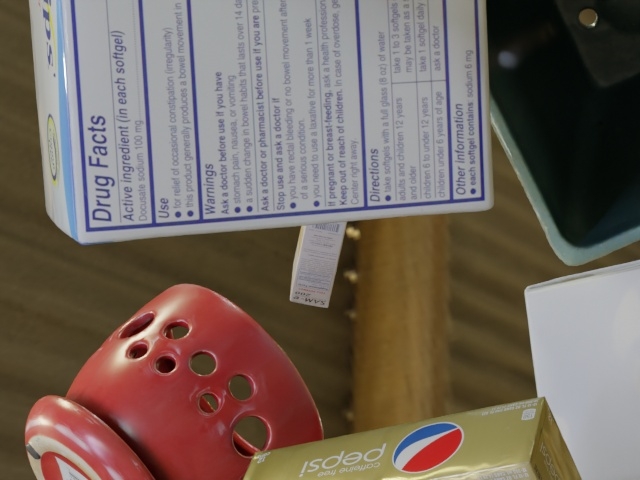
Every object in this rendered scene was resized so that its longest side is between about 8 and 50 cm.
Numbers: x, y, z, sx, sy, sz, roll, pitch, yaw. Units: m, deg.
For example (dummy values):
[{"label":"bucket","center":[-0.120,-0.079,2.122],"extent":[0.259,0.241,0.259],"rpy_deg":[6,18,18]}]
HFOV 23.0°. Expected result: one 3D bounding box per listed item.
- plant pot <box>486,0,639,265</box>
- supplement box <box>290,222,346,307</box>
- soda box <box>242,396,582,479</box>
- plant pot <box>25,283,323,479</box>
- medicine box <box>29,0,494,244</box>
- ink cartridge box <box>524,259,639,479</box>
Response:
[{"label":"plant pot","center":[0.261,-0.172,1.282],"extent":[0.247,0.247,0.252],"rpy_deg":[61,-161,-15]},{"label":"supplement box","center":[0.000,0.000,1.367],"extent":[0.036,0.098,0.062],"rpy_deg":[10,-148,-3]},{"label":"soda box","center":[0.044,0.140,0.853],"extent":[0.061,0.181,0.058],"rpy_deg":[64,-153,-24]},{"label":"plant pot","center":[-0.119,0.158,1.237],"extent":[0.174,0.191,0.191],"rpy_deg":[-40,-71,-31]},{"label":"medicine box","center":[-0.043,-0.146,1.063],"extent":[0.289,0.149,0.264],"rpy_deg":[-5,-82,-15]},{"label":"ink cartridge box","center":[0.255,0.171,1.218],"extent":[0.289,0.121,0.211],"rpy_deg":[55,-153,-55]}]
